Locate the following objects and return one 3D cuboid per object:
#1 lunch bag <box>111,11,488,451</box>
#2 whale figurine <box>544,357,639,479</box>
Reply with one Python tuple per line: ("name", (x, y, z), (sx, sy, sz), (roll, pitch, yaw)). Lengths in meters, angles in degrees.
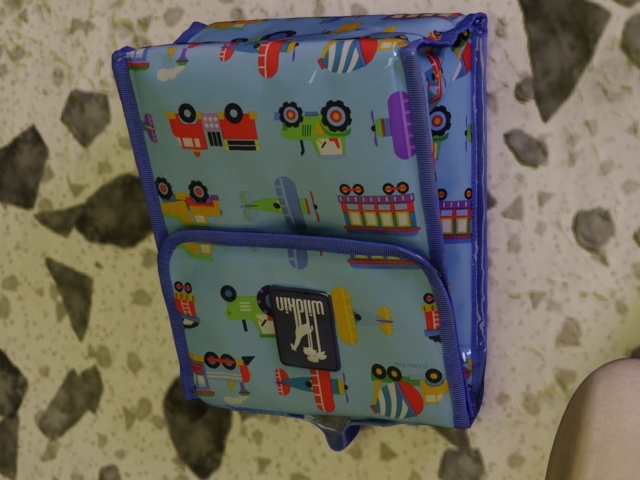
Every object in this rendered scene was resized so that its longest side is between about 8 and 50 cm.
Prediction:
("lunch bag", (0.000, 0.000, 1.276), (0.221, 0.138, 0.293), (1, 106, 25))
("whale figurine", (0.205, 0.211, 1.140), (0.141, 0.216, 0.272), (9, 86, 0))
